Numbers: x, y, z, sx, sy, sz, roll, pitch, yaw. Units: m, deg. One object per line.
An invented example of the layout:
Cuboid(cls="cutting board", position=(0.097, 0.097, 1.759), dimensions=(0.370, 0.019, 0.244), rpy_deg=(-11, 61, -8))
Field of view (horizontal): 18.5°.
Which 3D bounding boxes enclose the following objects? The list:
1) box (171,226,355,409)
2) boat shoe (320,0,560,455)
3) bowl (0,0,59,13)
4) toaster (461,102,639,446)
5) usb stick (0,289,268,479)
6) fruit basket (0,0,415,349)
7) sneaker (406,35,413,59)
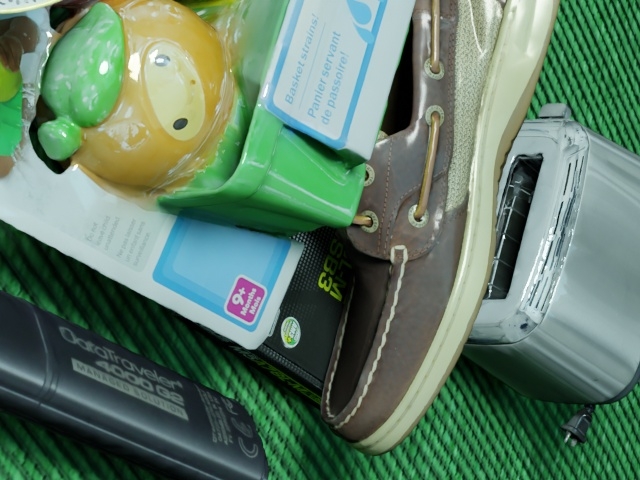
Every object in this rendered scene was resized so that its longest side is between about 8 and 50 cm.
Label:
Cuboid(cls="box", position=(0.000, 0.000, 1.277), dimensions=(0.184, 0.045, 0.190), rpy_deg=(36, 64, -42))
Cuboid(cls="boat shoe", position=(0.045, -0.040, 1.226), dimensions=(0.123, 0.123, 0.342), rpy_deg=(18, 90, -18))
Cuboid(cls="bowl", position=(-0.170, -0.184, 0.931), dimensions=(0.170, 0.080, 0.170), rpy_deg=(2, 84, -24))
Cuboid(cls="toaster", position=(0.160, 0.019, 1.405), dimensions=(0.146, 0.129, 0.227), rpy_deg=(31, 70, -41))
Cuboid(cls="usb stick", position=(-0.131, 0.084, 1.113), dimensions=(0.278, 0.045, 0.077), rpy_deg=(30, 27, -46))
Cuboid(cls="fruit basket", position=(-0.102, -0.152, 1.069), dimensions=(0.353, 0.165, 0.327), rpy_deg=(33, 66, -41))
Cuboid(cls="sneaker", position=(0.086, -0.152, 1.359), dimensions=(0.212, 0.080, 0.094), rpy_deg=(-48, 137, -39))
